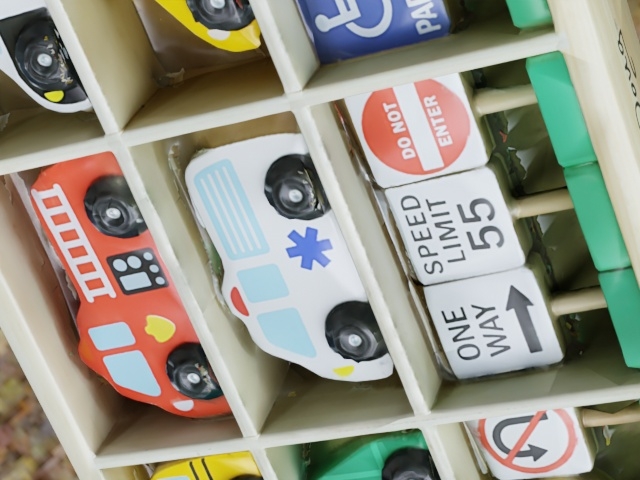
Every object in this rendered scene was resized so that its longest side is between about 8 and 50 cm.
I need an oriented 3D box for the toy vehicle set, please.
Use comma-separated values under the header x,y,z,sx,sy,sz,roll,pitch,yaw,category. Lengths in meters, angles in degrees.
x,y,z,sx,sy,sz,roll,pitch,yaw,category
0.000,0.000,0.382,0.267,0.166,0.035,68,26,-23,toy vehicle set
